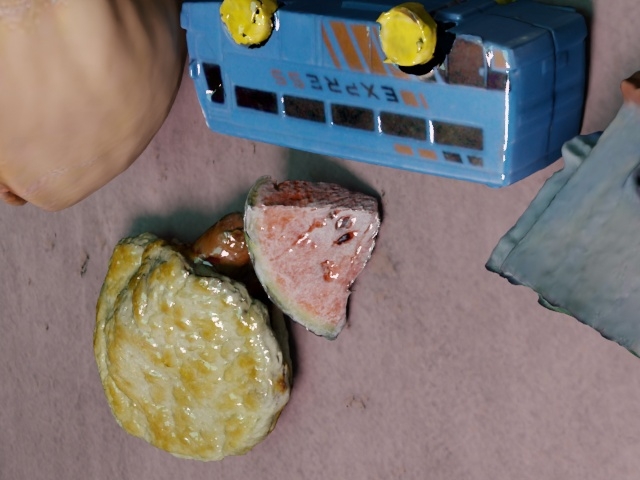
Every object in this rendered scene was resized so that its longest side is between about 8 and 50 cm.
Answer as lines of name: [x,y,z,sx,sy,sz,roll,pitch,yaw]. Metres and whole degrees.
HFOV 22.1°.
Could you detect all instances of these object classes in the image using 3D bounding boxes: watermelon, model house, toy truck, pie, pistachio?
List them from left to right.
pistachio: [-0.272,-0.212,1.593,0.281,0.445,0.365,3,88,6]
pie: [-0.140,0.111,1.747,0.274,0.105,0.257,-10,93,40]
watermelon: [0.000,0.000,1.635,0.139,0.071,0.187,-28,120,5]
toy truck: [0.048,-0.161,1.507,0.385,0.161,0.162,13,117,35]
model house: [0.345,-0.032,1.282,0.329,0.251,0.295,-61,36,5]
